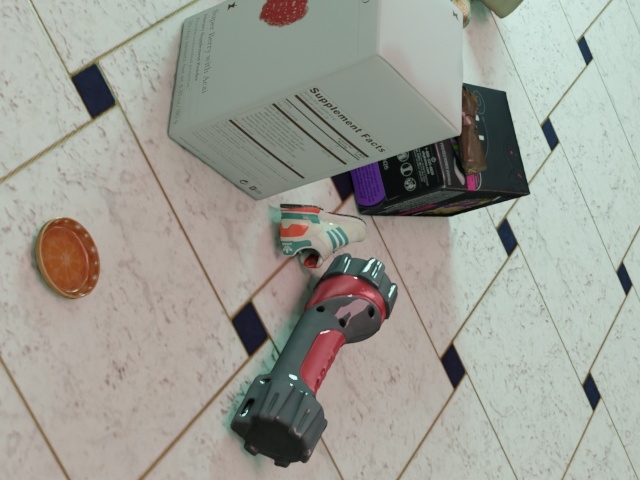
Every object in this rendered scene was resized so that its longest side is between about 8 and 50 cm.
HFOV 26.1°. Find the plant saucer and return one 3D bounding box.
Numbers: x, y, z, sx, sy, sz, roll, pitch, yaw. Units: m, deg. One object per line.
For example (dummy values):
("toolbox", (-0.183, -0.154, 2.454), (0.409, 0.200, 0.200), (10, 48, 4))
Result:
("plant saucer", (-0.253, 0.018, 1.375), (0.083, 0.013, 0.083), (28, 54, -48))

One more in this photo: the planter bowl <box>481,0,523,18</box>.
("planter bowl", (0.307, -0.473, 2.330), (0.109, 0.162, 0.162), (32, 45, -12))

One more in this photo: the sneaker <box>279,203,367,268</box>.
("sneaker", (0.000, 0.000, 1.739), (0.161, 0.057, 0.075), (15, 80, -55))

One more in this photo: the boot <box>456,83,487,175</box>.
("boot", (0.185, -0.146, 1.824), (0.106, 0.037, 0.114), (14, 67, -50))

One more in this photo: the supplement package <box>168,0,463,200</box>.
("supplement package", (-0.003, -0.193, 1.588), (0.175, 0.293, 0.177), (37, 46, -43))

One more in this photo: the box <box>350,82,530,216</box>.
("box", (0.165, -0.128, 1.950), (0.270, 0.143, 0.165), (-1, 77, -57))

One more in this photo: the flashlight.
("flashlight", (0.004, 0.140, 1.627), (0.103, 0.103, 0.304), (60, 33, -25))

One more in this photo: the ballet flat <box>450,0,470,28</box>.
("ballet flat", (0.198, -0.436, 2.214), (0.067, 0.073, 0.206), (9, 64, -39))
